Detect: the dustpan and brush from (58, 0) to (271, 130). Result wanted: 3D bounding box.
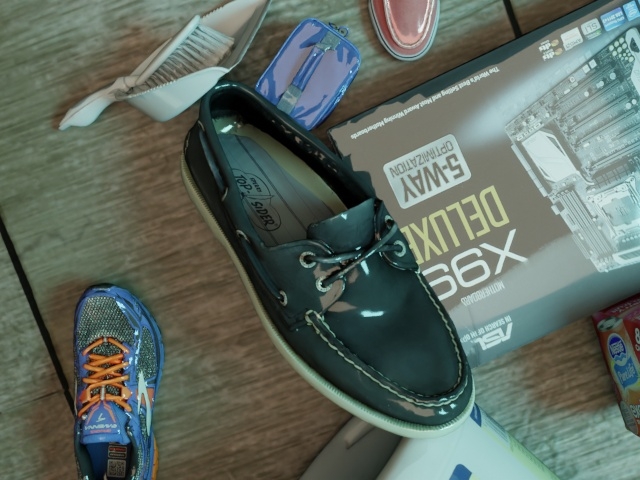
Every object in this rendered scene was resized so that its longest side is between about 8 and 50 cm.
[{"bbox_3d":[-0.145,-0.138,0.773,0.211,0.147,0.060,-35,113,31],"label":"dustpan and brush"}]

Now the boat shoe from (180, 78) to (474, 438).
[{"bbox_3d":[0.003,-0.002,0.702,0.127,0.113,0.340,-22,60,-24],"label":"boat shoe"}]

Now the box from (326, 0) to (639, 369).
[{"bbox_3d":[0.192,-0.053,0.788,0.307,0.076,0.243,-25,97,3],"label":"box"}]

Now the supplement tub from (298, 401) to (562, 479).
[{"bbox_3d":[0.136,0.297,0.755,0.325,0.235,0.235,42,96,-5],"label":"supplement tub"}]

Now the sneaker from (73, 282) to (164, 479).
[{"bbox_3d":[-0.184,0.148,0.811,0.083,0.087,0.221,-5,98,0],"label":"sneaker"}]

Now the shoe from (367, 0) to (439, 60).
[{"bbox_3d":[0.072,-0.243,0.762,0.063,0.081,0.178,-1,97,1],"label":"shoe"}]

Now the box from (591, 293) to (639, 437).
[{"bbox_3d":[0.378,0.078,0.753,0.256,0.128,0.123,-18,93,-2],"label":"box"}]

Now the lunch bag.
[{"bbox_3d":[-0.008,-0.144,0.783,0.067,0.065,0.098,34,97,-4],"label":"lunch bag"}]
